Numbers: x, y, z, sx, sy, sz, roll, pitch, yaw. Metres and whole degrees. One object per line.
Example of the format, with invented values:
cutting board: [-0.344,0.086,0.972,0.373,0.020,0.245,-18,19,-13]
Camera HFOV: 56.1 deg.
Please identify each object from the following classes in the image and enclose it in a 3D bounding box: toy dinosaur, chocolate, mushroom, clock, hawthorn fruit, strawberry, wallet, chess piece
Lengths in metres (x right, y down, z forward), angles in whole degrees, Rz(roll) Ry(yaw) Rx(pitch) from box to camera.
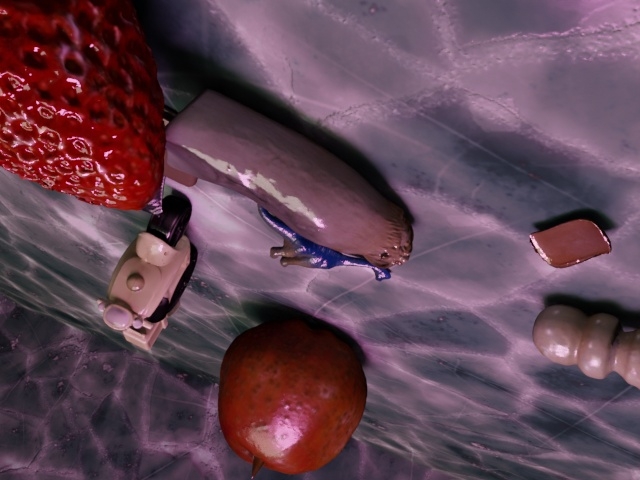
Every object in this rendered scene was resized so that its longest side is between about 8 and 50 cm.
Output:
toy dinosaur: [0.000,0.000,1.072,0.188,0.075,0.248,-4,137,29]
chocolate: [0.331,-0.003,0.790,0.064,0.031,0.100,48,146,-6]
mushroom: [-0.031,-0.075,0.869,0.396,0.126,0.177,27,164,-6]
clock: [-0.352,0.085,1.281,0.120,0.277,0.379,24,157,3]
hawthorn fruit: [-0.086,0.405,1.509,0.402,0.403,0.403,20,153,10]
strawberry: [-0.319,-0.206,0.726,0.309,0.292,0.291,25,159,-39]
wallet: [-0.246,-0.153,0.993,0.117,0.039,0.153,27,149,-5]
chess piece: [0.447,0.168,0.911,0.243,0.133,0.133,13,152,32]

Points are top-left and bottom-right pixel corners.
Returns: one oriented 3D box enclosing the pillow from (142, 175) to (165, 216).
pillow: [-0.380,-0.131,1.112,0.208,0.055,0.141,22,128,8]
